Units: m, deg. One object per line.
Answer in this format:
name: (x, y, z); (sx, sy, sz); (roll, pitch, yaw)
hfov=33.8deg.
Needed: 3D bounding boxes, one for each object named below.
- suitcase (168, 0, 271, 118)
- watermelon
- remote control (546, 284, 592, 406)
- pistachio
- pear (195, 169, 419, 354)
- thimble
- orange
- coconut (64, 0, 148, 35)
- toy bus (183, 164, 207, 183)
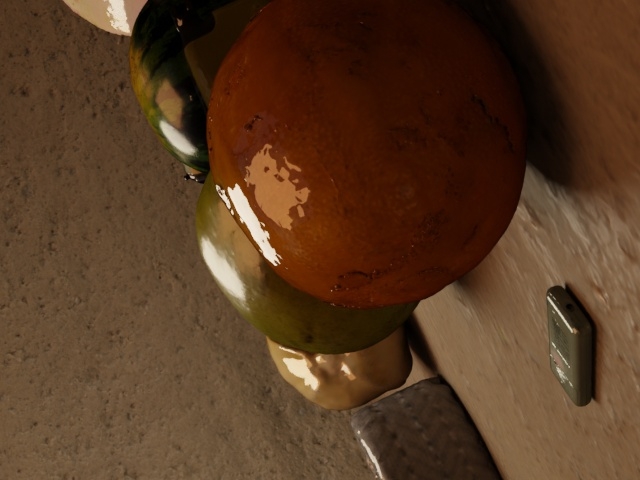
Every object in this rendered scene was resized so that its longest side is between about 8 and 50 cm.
suitcase: (-0.007, -0.132, 0.958); (0.143, 0.194, 0.235); (69, 175, -75)
watermelon: (-0.113, -0.211, 1.321); (0.269, 0.269, 0.269); (156, 90, -84)
remote control: (0.201, 0.087, 0.850); (0.053, 0.018, 0.124); (59, 172, 40)
pistachio: (0.032, 0.146, 1.692); (0.309, 0.230, 0.230); (-117, 5, -67)
pear: (0.000, 0.000, 1.155); (0.253, 0.253, 0.307); (-120, 8, -45)
thimble: (0.158, 0.332, 1.553); (0.217, 0.157, 0.245); (68, 175, -46)
orange: (0.033, -0.070, 0.752); (0.240, 0.240, 0.240); (156, 90, -84)
coconut: (-0.271, -0.459, 1.585); (0.309, 0.297, 0.297); (94, 152, -64)
toy bus: (-0.169, -0.288, 1.728); (0.162, 0.171, 0.386); (85, 173, -50)
